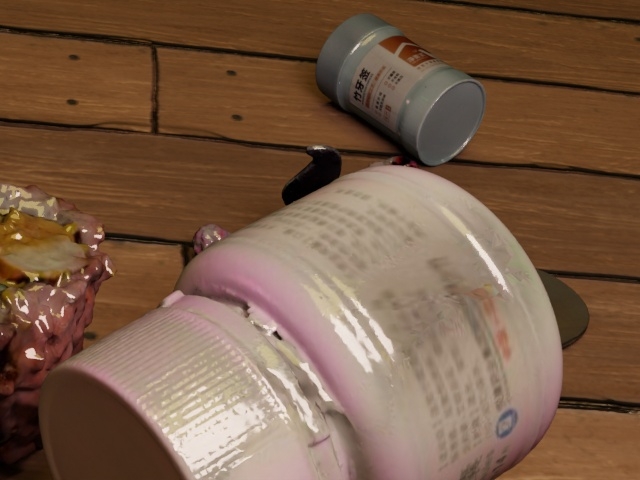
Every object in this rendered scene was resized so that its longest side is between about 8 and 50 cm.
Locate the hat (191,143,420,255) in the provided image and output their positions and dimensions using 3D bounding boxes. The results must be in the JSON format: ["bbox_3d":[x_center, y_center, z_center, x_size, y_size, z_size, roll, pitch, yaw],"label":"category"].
[{"bbox_3d":[0.001,-0.002,1.402,0.227,0.140,0.128,-4,73,16],"label":"hat"}]

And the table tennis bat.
[{"bbox_3d":[0.135,0.069,1.407,0.234,0.022,0.131,-17,42,-39],"label":"table tennis bat"}]

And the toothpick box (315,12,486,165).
[{"bbox_3d":[0.081,-0.156,1.652,0.101,0.101,0.153,-21,45,-40],"label":"toothpick box"}]

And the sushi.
[{"bbox_3d":[-0.289,0.049,1.170,0.270,0.170,0.236,9,33,-8],"label":"sushi"}]

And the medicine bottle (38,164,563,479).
[{"bbox_3d":[-0.013,0.106,1.100,0.302,0.241,0.241,-28,49,-33],"label":"medicine bottle"}]
